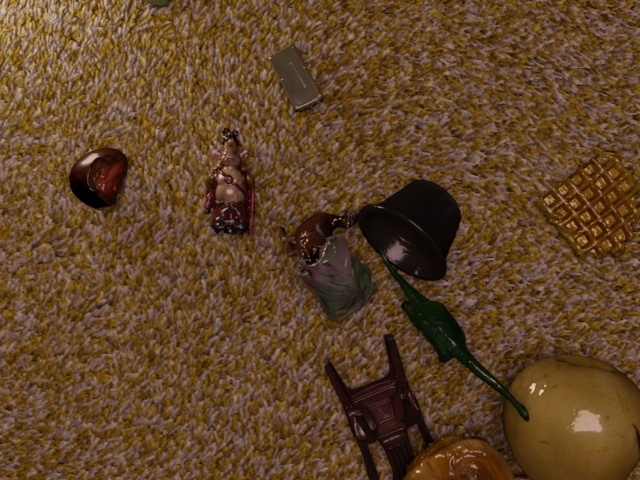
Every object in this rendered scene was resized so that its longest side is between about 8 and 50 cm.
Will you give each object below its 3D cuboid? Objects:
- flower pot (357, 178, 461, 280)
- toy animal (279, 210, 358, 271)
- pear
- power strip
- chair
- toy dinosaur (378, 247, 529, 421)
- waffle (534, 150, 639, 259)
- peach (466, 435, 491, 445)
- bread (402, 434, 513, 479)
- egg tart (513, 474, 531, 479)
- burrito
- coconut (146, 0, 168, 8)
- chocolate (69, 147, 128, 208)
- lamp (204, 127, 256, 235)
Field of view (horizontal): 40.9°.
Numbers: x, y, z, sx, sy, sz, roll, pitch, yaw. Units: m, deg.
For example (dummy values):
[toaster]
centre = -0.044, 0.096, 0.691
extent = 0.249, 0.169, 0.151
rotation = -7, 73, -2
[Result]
[flower pot]
centre = 0.217, -0.038, 1.906
extent = 0.235, 0.235, 0.148
rotation = 40, 67, 4
[toy animal]
centre = 0.000, 0.000, 1.921
extent = 0.179, 0.188, 0.089
rotation = -14, 128, 16
[pear]
centre = 0.533, 0.390, 1.811
extent = 0.310, 0.309, 0.309
rotation = 0, 85, 1
[power strip]
centre = -0.056, -0.374, 2.014
extent = 0.076, 0.028, 0.168
rotation = -27, 83, -1
[chair]
centre = 0.147, 0.399, 1.905
extent = 0.176, 0.183, 0.326
rotation = -21, 130, -2
[toy dinosaur]
centre = 0.262, 0.195, 1.824
extent = 0.087, 0.301, 0.447
rotation = -40, 88, -1
[waffle]
centre = 0.644, -0.070, 1.960
extent = 0.229, 0.057, 0.219
rotation = -36, 86, -2
[peach]
centre = 0.344, 0.480, 1.919
extent = 0.098, 0.061, 0.098
rotation = 2, 107, 6
[bread]
centre = 0.291, 0.520, 1.831
extent = 0.236, 0.120, 0.198
rotation = -38, 112, 13
[egg tart]
centre = 0.453, 0.671, 1.871
extent = 0.315, 0.120, 0.314
rotation = 0, 86, 2
[burrito]
centre = 0.038, 0.086, 1.876
extent = 0.144, 0.229, 0.089
rotation = -40, 55, -1
[coconut]
centre = -0.393, -0.622, 2.030
extent = 0.158, 0.055, 0.133
rotation = -8, 84, 2
[chocolate]
centre = -0.499, -0.150, 1.965
extent = 0.127, 0.124, 0.133
rotation = 38, 55, 5
[lamp]
centre = -0.203, -0.138, 1.958
extent = 0.119, 0.118, 0.253
rotation = 3, 87, 1
